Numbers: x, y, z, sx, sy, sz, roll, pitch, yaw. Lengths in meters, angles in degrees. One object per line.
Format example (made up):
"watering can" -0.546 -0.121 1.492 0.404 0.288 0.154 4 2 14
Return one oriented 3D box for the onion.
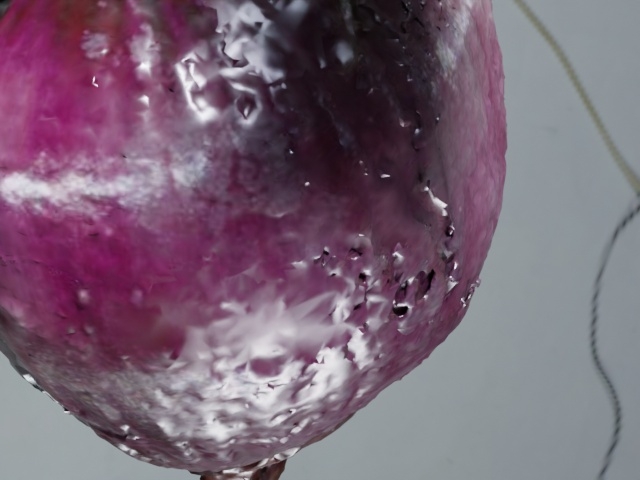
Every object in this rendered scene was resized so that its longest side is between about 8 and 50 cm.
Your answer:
"onion" 0.000 0.000 0.580 0.267 0.159 0.348 -57 146 -39
